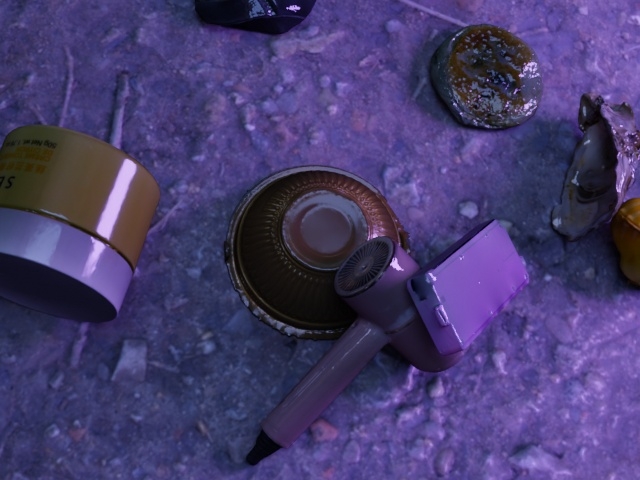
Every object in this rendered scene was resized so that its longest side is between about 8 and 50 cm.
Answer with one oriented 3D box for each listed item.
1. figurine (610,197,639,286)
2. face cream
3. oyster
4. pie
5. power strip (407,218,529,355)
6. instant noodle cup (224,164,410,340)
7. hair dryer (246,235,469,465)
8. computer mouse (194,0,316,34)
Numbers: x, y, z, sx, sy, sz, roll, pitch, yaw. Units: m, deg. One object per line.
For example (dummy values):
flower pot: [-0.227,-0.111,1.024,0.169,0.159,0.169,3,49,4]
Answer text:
figurine: [0.525,0.024,1.390,0.246,0.131,0.156,30,103,-3]
face cream: [-0.336,-0.019,1.242,0.218,0.218,0.179,16,67,0]
oyster: [0.423,-0.111,1.422,0.107,0.161,0.233,23,59,-21]
pie: [0.264,-0.258,1.503,0.186,0.041,0.187,3,69,-7]
power strip: [0.204,0.056,1.287,0.279,0.037,0.109,-31,95,-54]
instant noodle cup: [0.000,0.000,1.346,0.273,0.091,0.274,2,70,-6]
hair dryer: [0.032,0.176,1.278,0.344,0.107,0.189,-46,117,-1]
computer mouse: [-0.100,-0.380,1.496,0.192,0.062,0.106,-2,69,-9]
